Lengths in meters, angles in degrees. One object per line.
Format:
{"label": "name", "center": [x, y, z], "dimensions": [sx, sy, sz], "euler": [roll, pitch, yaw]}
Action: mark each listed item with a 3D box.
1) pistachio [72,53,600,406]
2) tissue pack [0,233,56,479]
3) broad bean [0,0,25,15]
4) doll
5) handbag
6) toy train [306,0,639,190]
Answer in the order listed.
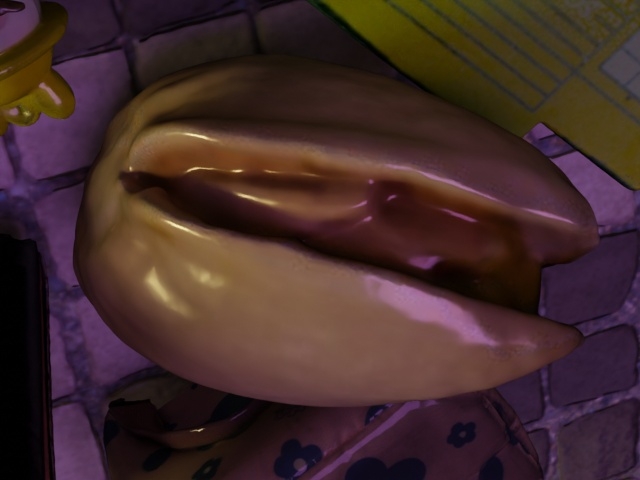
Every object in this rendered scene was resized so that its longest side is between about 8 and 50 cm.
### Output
{"label": "pistachio", "center": [0.000, 0.000, 0.865], "dimensions": [0.214, 0.318, 0.193], "euler": [26, 78, -69]}
{"label": "tissue pack", "center": [-0.263, 0.141, 0.834], "dimensions": [0.245, 0.332, 0.123], "euler": [8, 144, -25]}
{"label": "broad bean", "center": [-0.307, -0.072, 0.719], "dimensions": [0.339, 0.077, 0.061], "euler": [-23, 99, -17]}
{"label": "doll", "center": [-0.207, -0.155, 0.799], "dimensions": [0.135, 0.099, 0.241], "euler": [-33, 125, -7]}
{"label": "handbag", "center": [-0.005, 0.142, 1.008], "dimensions": [0.251, 0.193, 0.190], "euler": [-37, 132, 4]}
{"label": "toy train", "center": [0.116, -0.208, 0.843], "dimensions": [0.442, 0.179, 0.272], "euler": [32, 115, -33]}
